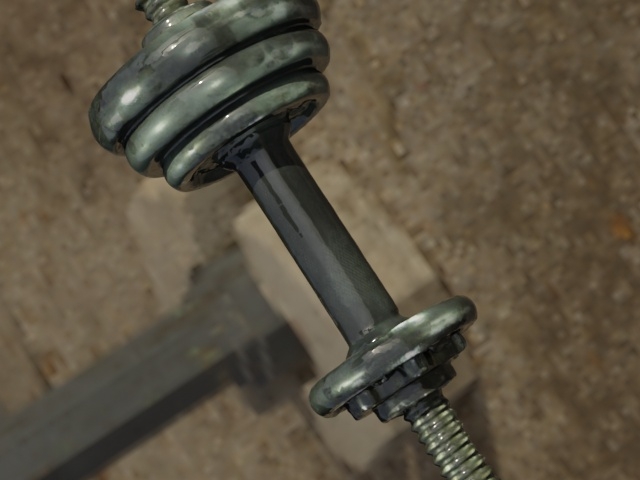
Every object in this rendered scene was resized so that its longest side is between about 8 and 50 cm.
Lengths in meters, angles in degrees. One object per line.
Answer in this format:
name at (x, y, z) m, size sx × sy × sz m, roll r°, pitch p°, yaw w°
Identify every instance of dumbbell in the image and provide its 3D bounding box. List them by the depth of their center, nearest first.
dumbbell at (0.000, 0.000, 0.819) m, size 0.254 × 0.110 × 0.110 m, roll 56°, pitch 158°, yaw 8°
